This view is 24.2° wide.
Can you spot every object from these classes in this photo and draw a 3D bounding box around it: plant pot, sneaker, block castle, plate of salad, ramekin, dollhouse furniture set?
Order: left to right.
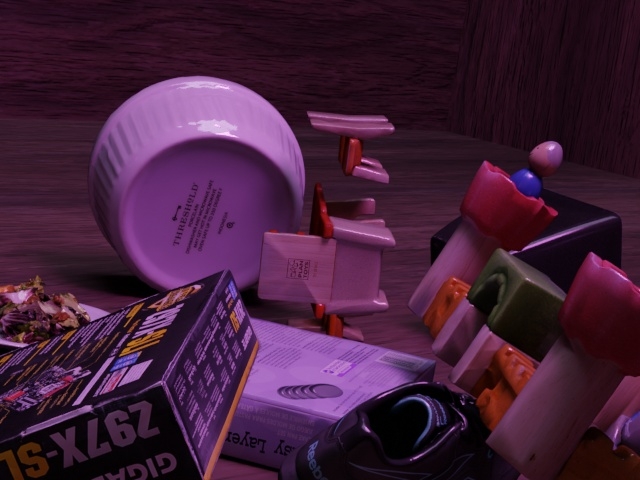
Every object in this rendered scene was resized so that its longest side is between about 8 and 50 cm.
[{"bbox_3d":[-0.298,0.075,1.560,0.199,0.048,0.200,9,11,-2],"label":"plate of salad"},{"bbox_3d":[-0.142,-0.051,1.801,0.272,0.273,0.127,5,23,-15],"label":"ramekin"},{"bbox_3d":[0.000,0.000,1.625,0.135,0.262,0.259,5,12,-4],"label":"dollhouse furniture set"},{"bbox_3d":[0.093,0.166,1.193,0.267,0.106,0.101,-8,54,-44],"label":"sneaker"},{"bbox_3d":[0.234,0.051,1.774,0.167,0.188,0.187,-11,20,-28],"label":"plant pot"},{"bbox_3d":[0.268,0.086,1.230,0.303,0.213,0.453,32,8,-11],"label":"block castle"}]

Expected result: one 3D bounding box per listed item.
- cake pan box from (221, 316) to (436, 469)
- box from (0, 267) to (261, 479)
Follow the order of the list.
[{"bbox_3d":[-0.038,0.138,1.395,0.245,0.070,0.267,14,12,14],"label":"cake pan box"},{"bbox_3d":[-0.184,0.127,1.020,0.257,0.079,0.322,-20,9,6],"label":"box"}]
